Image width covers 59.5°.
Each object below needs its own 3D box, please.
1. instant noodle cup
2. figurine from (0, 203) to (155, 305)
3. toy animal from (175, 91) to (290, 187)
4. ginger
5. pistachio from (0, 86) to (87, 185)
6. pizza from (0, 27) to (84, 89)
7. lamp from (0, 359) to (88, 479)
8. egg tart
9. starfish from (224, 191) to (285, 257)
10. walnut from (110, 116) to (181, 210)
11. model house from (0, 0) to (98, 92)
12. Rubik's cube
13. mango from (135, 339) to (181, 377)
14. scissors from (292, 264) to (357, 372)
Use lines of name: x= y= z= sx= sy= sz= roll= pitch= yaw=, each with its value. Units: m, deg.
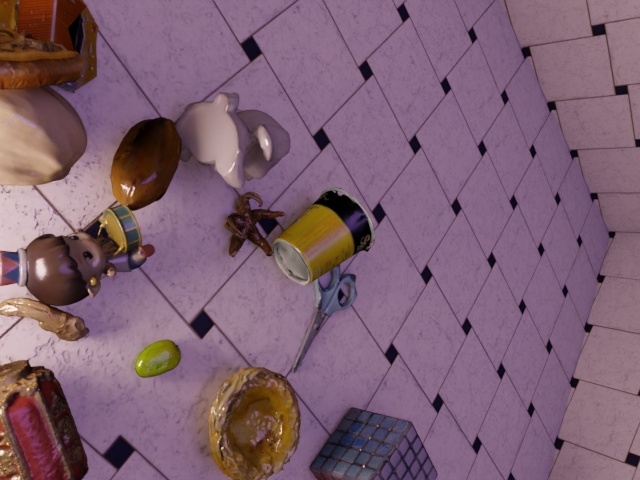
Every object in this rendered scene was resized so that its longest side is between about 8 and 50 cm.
instant noodle cup: x=0.000 y=0.000 z=1.538 sx=0.236 sy=0.216 sz=0.215 roll=-39 pitch=114 yaw=-29
figurine: x=-0.475 y=0.034 z=1.087 sx=0.276 sy=0.161 sz=0.158 roll=-30 pitch=146 yaw=-35
toy animal: x=-0.184 y=-0.242 z=1.352 sx=0.265 sy=0.272 sz=0.205 roll=-3 pitch=115 yaw=-57
ginger: x=-0.531 y=0.150 z=1.090 sx=0.173 sy=0.069 sz=0.051 roll=37 pitch=45 yaw=-34
pistachio: x=-0.583 y=-0.205 z=0.973 sx=0.332 sy=0.208 sz=0.226 roll=11 pitch=71 yaw=-26
pizza: x=-0.541 y=-0.328 z=0.952 sx=0.251 sy=0.287 sz=0.074 roll=2 pitch=126 yaw=-31
lamp: x=-0.533 y=0.358 z=1.012 sx=0.177 sy=0.177 sz=0.273 roll=-23 pitch=101 yaw=-42
egg tart: x=-0.173 y=0.449 z=1.384 sx=0.288 sy=0.118 sz=0.288 roll=1 pitch=88 yaw=-43
starfish: x=-0.177 y=-0.024 z=1.439 sx=0.146 sy=0.074 sz=0.189 roll=43 pitch=59 yaw=-32
walnut: x=-0.378 y=-0.173 z=1.213 sx=0.137 sy=0.137 sz=0.245 roll=28 pitch=61 yaw=-39
model house: x=-0.513 y=-0.426 z=1.097 sx=0.207 sy=0.136 sz=0.219 roll=9 pitch=81 yaw=-42
Rubik's cube: x=0.158 y=0.658 z=1.610 sx=0.237 sy=0.237 sz=0.238 roll=-45 pitch=118 yaw=-37
mango: x=-0.365 y=0.266 z=1.252 sx=0.108 sy=0.056 sz=0.073 roll=-33 pitch=105 yaw=-37
scissors: x=0.001 y=0.223 z=1.627 sx=0.191 sy=0.029 sz=0.360 roll=45 pitch=58 yaw=-34
